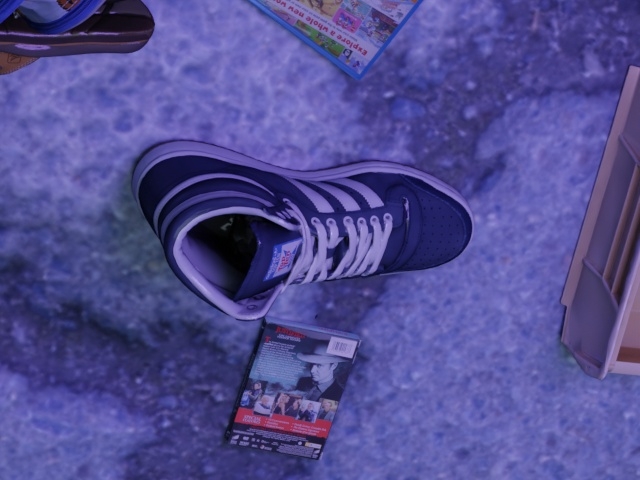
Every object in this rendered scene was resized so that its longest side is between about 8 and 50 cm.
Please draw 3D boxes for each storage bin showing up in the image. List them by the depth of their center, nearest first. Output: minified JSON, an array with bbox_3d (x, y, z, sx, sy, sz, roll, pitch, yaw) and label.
[{"bbox_3d":[0.360,0.006,1.420,0.262,0.123,0.260,7,111,-16],"label":"storage bin"}]

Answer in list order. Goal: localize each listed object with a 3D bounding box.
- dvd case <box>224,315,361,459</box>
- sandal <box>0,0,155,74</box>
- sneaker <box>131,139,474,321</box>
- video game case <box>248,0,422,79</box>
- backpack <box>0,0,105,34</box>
[{"bbox_3d":[-0.024,0.126,1.443,0.087,0.013,0.119,12,111,-18],"label":"dvd case"},{"bbox_3d":[-0.233,-0.156,1.246,0.219,0.090,0.060,1,135,-21],"label":"sandal"},{"bbox_3d":[0.000,0.000,1.315,0.282,0.153,0.099,8,111,-16],"label":"sneaker"},{"bbox_3d":[0.035,-0.220,1.306,0.119,0.015,0.166,34,102,-24],"label":"video game case"},{"bbox_3d":[-0.206,-0.251,1.097,0.213,0.263,0.276,27,104,-21],"label":"backpack"}]
